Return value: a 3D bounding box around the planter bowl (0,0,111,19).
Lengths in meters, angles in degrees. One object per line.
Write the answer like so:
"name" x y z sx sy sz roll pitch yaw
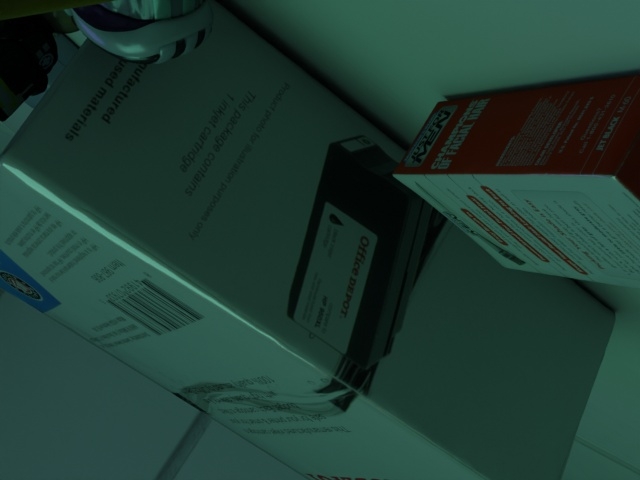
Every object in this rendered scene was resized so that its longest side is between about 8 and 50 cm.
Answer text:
"planter bowl" -0.025 -0.115 0.230 0.217 0.217 0.090 13 119 61

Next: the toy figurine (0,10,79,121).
"toy figurine" -0.266 -0.183 0.646 0.209 0.148 0.213 45 168 -24

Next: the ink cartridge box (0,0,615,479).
"ink cartridge box" -0.038 0.032 0.682 0.395 0.166 0.285 36 156 -16

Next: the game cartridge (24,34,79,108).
"game cartridge" -0.338 -0.219 0.913 0.294 0.060 0.196 40 164 -30

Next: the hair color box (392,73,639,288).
"hair color box" 0.117 -0.024 0.437 0.093 0.053 0.167 37 168 -23

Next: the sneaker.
"sneaker" -0.140 -0.185 0.489 0.223 0.083 0.098 33 141 19
